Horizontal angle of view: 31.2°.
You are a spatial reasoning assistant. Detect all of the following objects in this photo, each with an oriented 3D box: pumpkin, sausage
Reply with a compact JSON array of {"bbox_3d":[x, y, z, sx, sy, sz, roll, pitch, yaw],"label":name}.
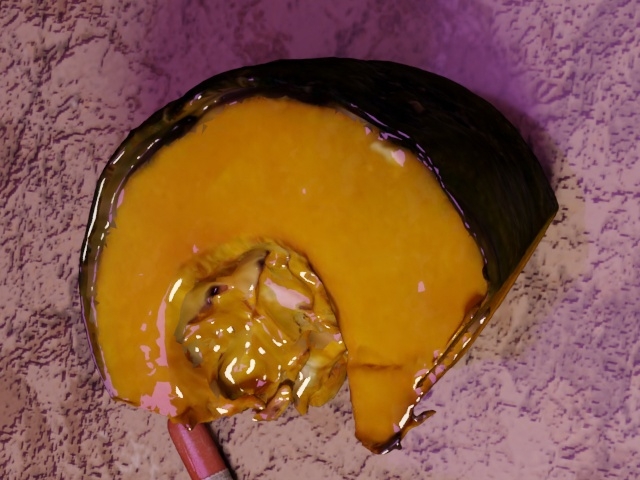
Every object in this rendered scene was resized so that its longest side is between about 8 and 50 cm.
[{"bbox_3d":[0.000,0.000,0.797,0.303,0.225,0.256,9,98,20],"label":"pumpkin"},{"bbox_3d":[-0.067,0.242,0.934,0.034,0.034,0.253,-30,81,19],"label":"sausage"}]
